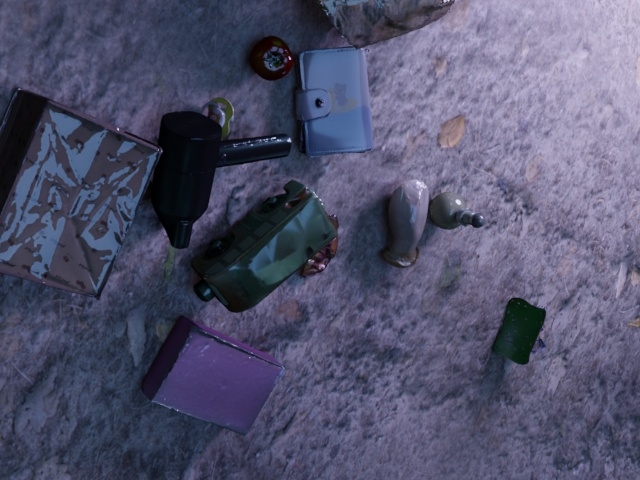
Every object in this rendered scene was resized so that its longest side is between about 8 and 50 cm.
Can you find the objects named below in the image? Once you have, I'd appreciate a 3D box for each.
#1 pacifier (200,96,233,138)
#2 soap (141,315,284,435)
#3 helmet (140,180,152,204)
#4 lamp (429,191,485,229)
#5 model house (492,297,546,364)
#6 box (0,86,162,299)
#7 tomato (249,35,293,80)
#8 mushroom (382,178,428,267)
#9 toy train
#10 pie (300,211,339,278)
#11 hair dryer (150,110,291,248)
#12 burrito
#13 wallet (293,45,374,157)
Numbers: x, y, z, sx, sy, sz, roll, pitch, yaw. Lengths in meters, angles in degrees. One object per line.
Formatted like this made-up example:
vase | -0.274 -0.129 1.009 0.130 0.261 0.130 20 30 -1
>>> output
pacifier | -0.198 -0.243 1.626 0.064 0.068 0.083 -17 126 -63
soap | -0.225 0.291 1.753 0.259 0.081 0.181 29 90 -36
helmet | -0.350 -0.104 1.569 0.065 0.049 0.084 -24 117 -22
lamp | 0.327 -0.062 1.933 0.091 0.163 0.091 -9 107 -30
model house | 0.553 0.244 2.216 0.088 0.117 0.167 10 99 -50
box | -0.455 -0.079 1.430 0.225 0.190 0.297 22 94 -36
tomato | -0.098 -0.360 1.631 0.087 0.075 0.087 -6 112 -15
mushroom | 0.200 -0.041 1.909 0.097 0.088 0.213 -37 134 -55
toy train | -0.115 0.019 1.690 0.326 0.159 0.129 -40 120 -13
pie | 0.000 0.000 1.829 0.092 0.034 0.170 -4 107 -27
hair dryer | -0.185 -0.126 1.605 0.302 0.116 0.244 -12 131 -37
burrito | 0.123 -0.467 1.639 0.347 0.107 0.175 -18 140 -20
wallet | 0.026 -0.292 1.732 0.170 0.069 0.231 -8 106 -11
